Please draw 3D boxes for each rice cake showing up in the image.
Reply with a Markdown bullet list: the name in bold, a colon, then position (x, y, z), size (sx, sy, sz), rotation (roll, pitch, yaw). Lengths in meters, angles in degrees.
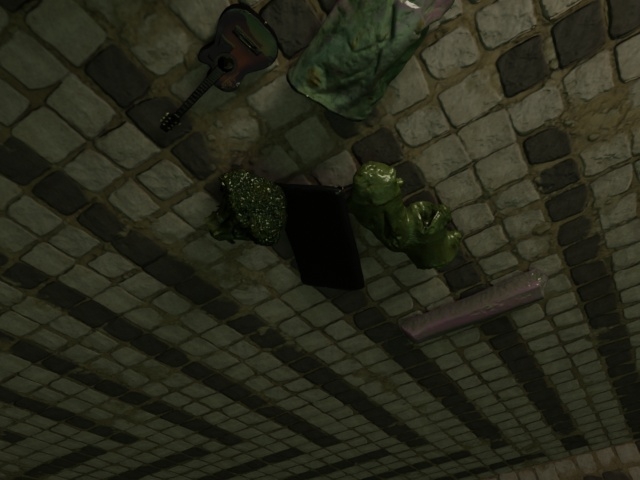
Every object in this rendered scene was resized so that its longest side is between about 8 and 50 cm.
- **rice cake**: position (0.366, 0.166, 1.045), size (0.365, 0.056, 0.072), rotation (-26, 133, 19)

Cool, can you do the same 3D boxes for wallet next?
- **wallet**: position (0.000, 0.001, 0.841), size (0.146, 0.030, 0.285), rotation (5, 139, 21)

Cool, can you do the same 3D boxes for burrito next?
- **burrito**: position (0.070, -0.268, 0.578), size (0.144, 0.089, 0.229), rotation (21, 131, -26)

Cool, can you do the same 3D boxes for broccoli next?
- **broccoli**: position (-0.122, -0.050, 0.736), size (0.138, 0.162, 0.145), rotation (-27, 105, 1)

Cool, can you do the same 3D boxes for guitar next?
- **guitar**: position (-0.160, -0.233, 0.631), size (0.233, 0.025, 0.088), rotation (-34, 128, 27)

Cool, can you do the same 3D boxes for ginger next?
- **ginger**: position (0.159, -0.041, 0.809), size (0.290, 0.089, 0.137), rotation (32, 142, -25)
